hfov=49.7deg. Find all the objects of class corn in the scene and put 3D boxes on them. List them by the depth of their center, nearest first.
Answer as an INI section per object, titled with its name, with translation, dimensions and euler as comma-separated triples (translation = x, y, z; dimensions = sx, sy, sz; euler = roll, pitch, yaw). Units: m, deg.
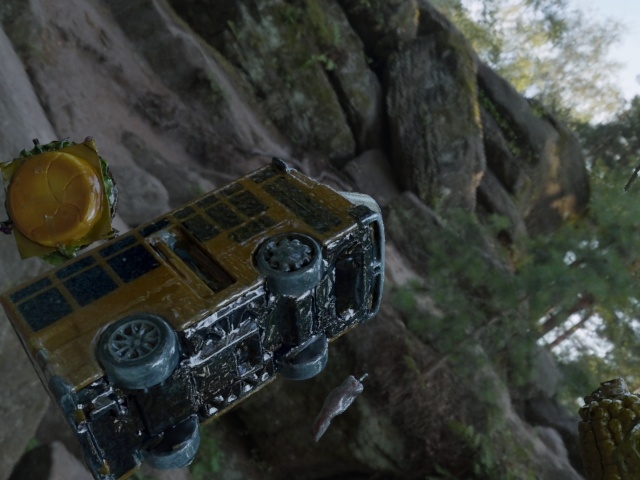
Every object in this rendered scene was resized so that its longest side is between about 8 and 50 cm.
[corn]
translation = 0.363, 0.310, 0.774
dimensions = 0.119, 0.119, 0.321
euler = 76, 14, -63

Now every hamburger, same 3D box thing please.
[hamburger]
translation = -0.360, -0.053, 0.974
dimensions = 0.093, 0.164, 0.189
euler = 53, 35, -81

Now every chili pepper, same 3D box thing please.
[chili pepper]
translation = 0.030, 0.295, 1.249
dimensions = 0.050, 0.153, 0.041
euler = 49, -10, -35

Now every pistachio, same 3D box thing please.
[pistachio]
translation = 0.308, 0.222, 0.633
dimensions = 0.049, 0.173, 0.089
euler = -32, -75, 39

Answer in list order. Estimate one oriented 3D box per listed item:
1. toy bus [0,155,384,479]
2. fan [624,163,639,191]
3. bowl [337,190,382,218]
[toy bus]
translation = -0.060, 0.034, 0.371
dimensions = 0.103, 0.182, 0.091
euler = 38, -34, 37
[fan]
translation = 0.545, -0.208, 1.046
dimensions = 0.190, 0.009, 0.329
euler = -90, -164, -51
[bowl]
translation = 0.000, 0.000, 1.350
dimensions = 0.126, 0.237, 0.238
euler = 20, 8, -27
